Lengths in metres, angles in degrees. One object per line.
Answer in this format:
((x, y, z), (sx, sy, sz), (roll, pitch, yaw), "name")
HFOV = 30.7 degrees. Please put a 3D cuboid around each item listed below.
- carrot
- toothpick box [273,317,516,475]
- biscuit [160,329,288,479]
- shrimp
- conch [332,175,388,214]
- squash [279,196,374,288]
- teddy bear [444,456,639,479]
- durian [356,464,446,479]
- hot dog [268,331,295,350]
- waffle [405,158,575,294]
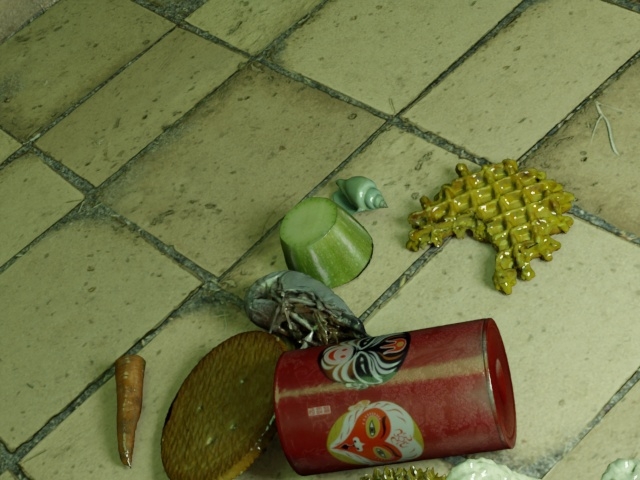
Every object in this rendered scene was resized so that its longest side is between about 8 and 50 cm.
((-0.344, 0.305, 2.069), (0.057, 0.057, 0.224), (-15, 47, 12), "carrot")
((0.117, 0.243, 1.792), (0.334, 0.204, 0.204), (-10, 45, 17), "toothpick box")
((-0.154, 0.284, 1.942), (0.305, 0.038, 0.305), (-32, 37, 28), "biscuit")
((-0.009, 0.139, 1.991), (0.145, 0.116, 0.343), (-23, 33, -36), "shrimp")
((0.072, -0.078, 2.230), (0.180, 0.065, 0.088), (23, 82, 54), "conch")
((0.000, 0.000, 2.151), (0.170, 0.123, 0.170), (-16, 47, 18), "squash")
((0.371, 0.434, 1.411), (0.362, 0.376, 0.327), (28, 106, 60), "teddy bear")
((0.122, 0.413, 1.681), (0.183, 0.138, 0.249), (-21, 36, 19), "durian")
((-0.063, 0.192, 2.054), (0.044, 0.028, 0.137), (-45, 36, 19), "hot dog")
((0.308, -0.046, 2.077), (0.293, 0.069, 0.259), (24, 63, 39), "waffle")
